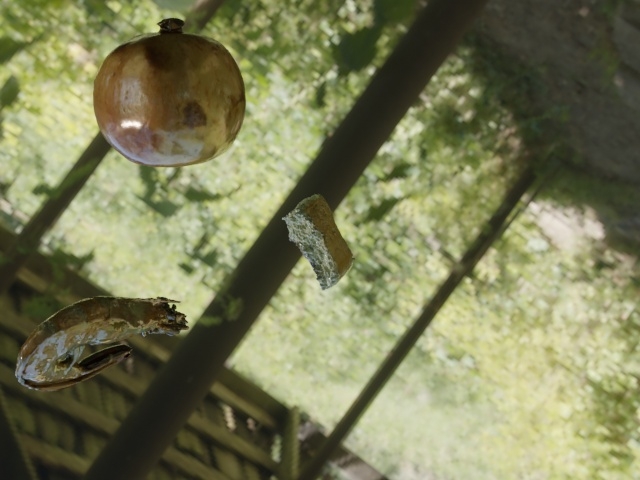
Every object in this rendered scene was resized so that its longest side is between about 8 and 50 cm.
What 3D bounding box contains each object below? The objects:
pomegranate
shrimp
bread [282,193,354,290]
[{"bbox_3d":[-0.213,-0.208,1.596,0.215,0.215,0.215,36,179,1],"label":"pomegranate"},{"bbox_3d":[-0.247,0.118,1.293,0.053,0.133,0.236,35,-152,29],"label":"shrimp"},{"bbox_3d":[0.000,0.000,1.057,0.083,0.035,0.070,60,-159,-10],"label":"bread"}]
